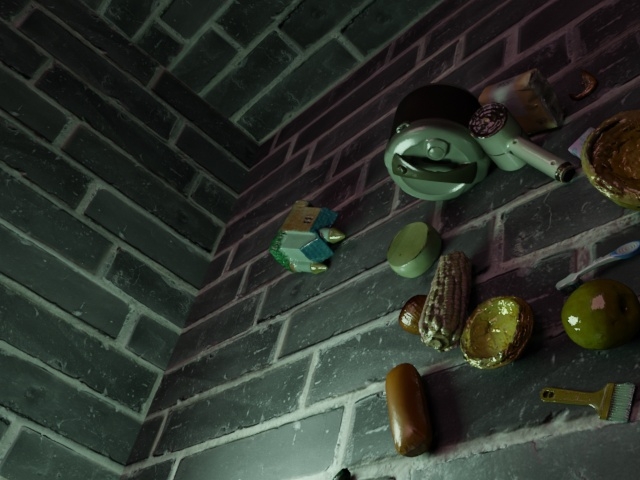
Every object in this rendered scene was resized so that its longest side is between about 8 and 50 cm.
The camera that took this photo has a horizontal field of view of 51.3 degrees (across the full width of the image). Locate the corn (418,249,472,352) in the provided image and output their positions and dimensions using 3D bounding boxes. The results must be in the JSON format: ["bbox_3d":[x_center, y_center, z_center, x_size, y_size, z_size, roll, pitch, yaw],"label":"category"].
[{"bbox_3d":[0.352,0.156,1.807,0.127,0.126,0.335,-30,24,41],"label":"corn"}]

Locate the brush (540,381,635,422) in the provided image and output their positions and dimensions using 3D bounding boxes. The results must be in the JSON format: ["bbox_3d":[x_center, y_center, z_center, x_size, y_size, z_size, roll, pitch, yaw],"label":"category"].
[{"bbox_3d":[0.542,0.326,1.373,0.218,0.010,0.082,-14,45,56],"label":"brush"}]

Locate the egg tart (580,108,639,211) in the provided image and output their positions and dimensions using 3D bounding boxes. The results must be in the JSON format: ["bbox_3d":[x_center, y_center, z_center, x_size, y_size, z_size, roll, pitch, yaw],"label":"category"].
[{"bbox_3d":[0.758,-0.184,1.538,0.291,0.107,0.290,-12,60,20],"label":"egg tart"}]

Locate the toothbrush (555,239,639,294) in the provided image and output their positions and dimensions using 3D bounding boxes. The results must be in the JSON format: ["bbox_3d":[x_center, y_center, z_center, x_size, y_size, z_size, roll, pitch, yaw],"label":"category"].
[{"bbox_3d":[0.699,0.015,1.489,0.386,0.040,0.040,-38,28,28],"label":"toothbrush"}]

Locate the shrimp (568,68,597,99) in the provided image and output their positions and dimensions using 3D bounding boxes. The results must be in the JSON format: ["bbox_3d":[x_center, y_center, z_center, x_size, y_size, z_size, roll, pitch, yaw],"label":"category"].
[{"bbox_3d":[0.791,-0.476,2.020,0.091,0.025,0.127,-36,32,36],"label":"shrimp"}]

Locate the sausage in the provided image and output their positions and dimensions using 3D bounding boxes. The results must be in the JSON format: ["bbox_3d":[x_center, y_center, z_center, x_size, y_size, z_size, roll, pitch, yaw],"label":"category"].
[{"bbox_3d":[0.223,0.426,1.698,0.105,0.105,0.274,-42,26,23],"label":"sausage"}]

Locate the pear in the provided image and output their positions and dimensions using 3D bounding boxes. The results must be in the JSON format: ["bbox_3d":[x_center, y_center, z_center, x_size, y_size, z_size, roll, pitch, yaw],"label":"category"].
[{"bbox_3d":[0.582,0.155,1.380,0.148,0.149,0.162,-65,4,-27],"label":"pear"}]

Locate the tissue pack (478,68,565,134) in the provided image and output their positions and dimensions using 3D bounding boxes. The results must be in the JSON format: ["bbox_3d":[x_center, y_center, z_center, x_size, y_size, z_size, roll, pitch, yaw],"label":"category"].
[{"bbox_3d":[0.619,-0.415,2.050,0.090,0.186,0.222,-48,20,-22],"label":"tissue pack"}]

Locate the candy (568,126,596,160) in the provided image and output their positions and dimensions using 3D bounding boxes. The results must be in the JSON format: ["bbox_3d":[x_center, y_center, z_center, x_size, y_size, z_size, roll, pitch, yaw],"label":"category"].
[{"bbox_3d":[0.728,-0.225,1.728,0.092,0.073,0.160,-49,24,18],"label":"candy"}]

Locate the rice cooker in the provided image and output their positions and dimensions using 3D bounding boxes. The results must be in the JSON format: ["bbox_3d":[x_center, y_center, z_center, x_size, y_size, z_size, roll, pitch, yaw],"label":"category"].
[{"bbox_3d":[0.385,-0.311,2.182,0.335,0.335,0.325,-32,31,38],"label":"rice cooker"}]

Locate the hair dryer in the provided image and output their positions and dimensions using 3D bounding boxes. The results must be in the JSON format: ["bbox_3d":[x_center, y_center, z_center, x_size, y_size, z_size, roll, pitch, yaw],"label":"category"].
[{"bbox_3d":[0.597,-0.250,1.905,0.128,0.203,0.362,-50,43,5],"label":"hair dryer"}]

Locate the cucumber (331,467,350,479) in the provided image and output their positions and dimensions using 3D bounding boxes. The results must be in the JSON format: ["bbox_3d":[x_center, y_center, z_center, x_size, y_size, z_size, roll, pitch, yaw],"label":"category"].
[{"bbox_3d":[0.047,0.653,1.765,0.105,0.048,0.048,-55,24,-12],"label":"cucumber"}]

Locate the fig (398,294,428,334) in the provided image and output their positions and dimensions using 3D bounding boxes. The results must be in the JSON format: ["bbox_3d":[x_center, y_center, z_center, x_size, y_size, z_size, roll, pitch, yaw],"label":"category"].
[{"bbox_3d":[0.302,0.220,1.876,0.119,0.153,0.119,-54,-20,-30],"label":"fig"}]

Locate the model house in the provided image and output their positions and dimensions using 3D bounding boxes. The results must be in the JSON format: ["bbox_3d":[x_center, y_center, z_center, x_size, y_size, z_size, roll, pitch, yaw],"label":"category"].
[{"bbox_3d":[0.000,0.000,2.641,0.325,0.194,0.267,3,55,46],"label":"model house"}]

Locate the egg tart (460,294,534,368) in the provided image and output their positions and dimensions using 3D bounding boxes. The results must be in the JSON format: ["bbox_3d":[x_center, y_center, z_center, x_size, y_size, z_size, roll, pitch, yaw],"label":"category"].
[{"bbox_3d":[0.433,0.229,1.605,0.213,0.090,0.212,-40,24,23],"label":"egg tart"}]

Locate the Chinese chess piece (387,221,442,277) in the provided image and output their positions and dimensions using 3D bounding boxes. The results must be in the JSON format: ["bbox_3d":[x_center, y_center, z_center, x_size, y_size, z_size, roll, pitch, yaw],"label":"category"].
[{"bbox_3d":[0.301,0.030,2.135,0.188,0.083,0.188,-37,31,27],"label":"Chinese chess piece"}]
